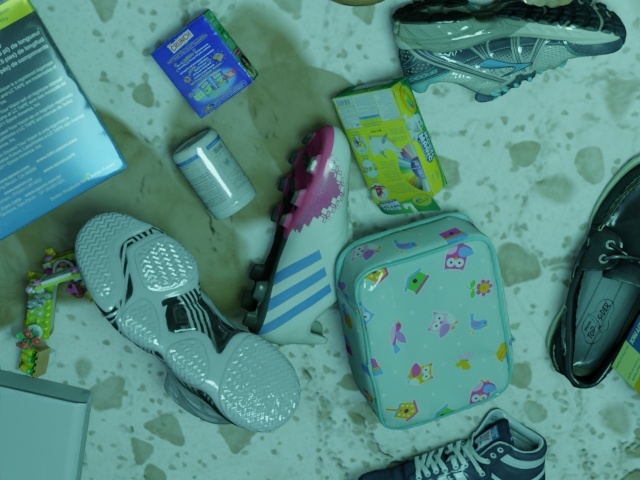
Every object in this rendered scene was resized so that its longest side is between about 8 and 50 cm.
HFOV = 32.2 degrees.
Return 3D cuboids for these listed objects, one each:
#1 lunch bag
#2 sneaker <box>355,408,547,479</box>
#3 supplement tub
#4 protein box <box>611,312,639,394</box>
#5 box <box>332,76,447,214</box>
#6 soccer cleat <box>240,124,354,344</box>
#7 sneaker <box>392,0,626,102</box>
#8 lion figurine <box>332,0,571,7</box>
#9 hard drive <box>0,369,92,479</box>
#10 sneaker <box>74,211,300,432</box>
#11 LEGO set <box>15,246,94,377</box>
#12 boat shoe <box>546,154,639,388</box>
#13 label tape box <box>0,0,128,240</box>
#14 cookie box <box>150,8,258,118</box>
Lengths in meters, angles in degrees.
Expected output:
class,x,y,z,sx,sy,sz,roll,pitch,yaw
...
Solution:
class,x,y,z,sx,sy,sz,roll,pitch,yaw
lunch bag,0.146,0.110,1.491,0.224,0.108,0.279,-20,120,-12
sneaker,0.193,0.325,1.611,0.282,0.099,0.153,4,118,-3
supplement tub,-0.142,-0.089,1.483,0.071,0.071,0.107,-28,107,16
protein box,0.531,0.170,1.421,0.201,0.200,0.136,6,117,-31
box,0.095,-0.118,1.438,0.105,0.043,0.179,-3,116,43
soccer cleat,0.000,0.000,1.497,0.143,0.116,0.331,14,118,-15
sneaker,0.234,-0.238,1.380,0.283,0.110,0.122,2,125,12
lion figurine,0.118,-0.361,1.325,0.392,0.142,0.240,-9,120,24
hard drive,-0.492,0.367,1.725,0.233,0.047,0.353,13,113,0
sneaker,-0.195,0.126,1.499,0.366,0.210,0.137,44,69,-1
LEGO set,-0.369,0.092,1.562,0.287,0.107,0.132,-40,104,19
boat shoe,0.396,0.050,1.467,0.127,0.113,0.340,24,113,-4
label tape box,-0.435,-0.183,1.414,0.241,0.106,0.333,-30,109,-5
cookie box,-0.150,-0.230,1.439,0.092,0.040,0.107,-32,107,18
